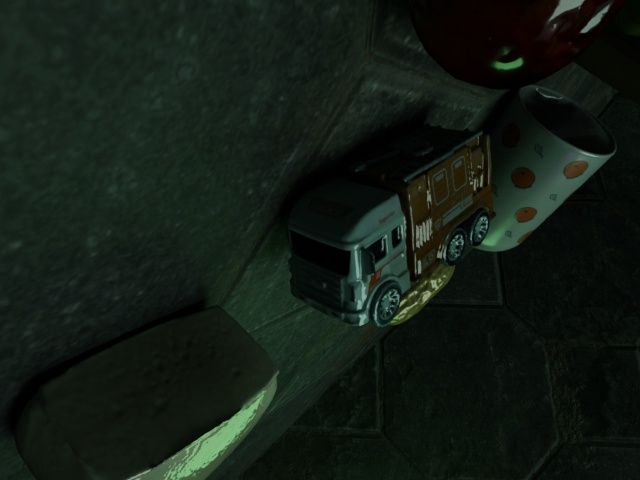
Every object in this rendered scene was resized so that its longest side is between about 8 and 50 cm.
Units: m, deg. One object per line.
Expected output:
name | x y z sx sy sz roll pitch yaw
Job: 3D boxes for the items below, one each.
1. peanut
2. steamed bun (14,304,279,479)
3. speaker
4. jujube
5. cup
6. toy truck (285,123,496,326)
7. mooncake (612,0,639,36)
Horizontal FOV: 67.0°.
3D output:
peanut | 0.255 0.094 1.290 0.325 0.140 0.153 -44 -179 -19
steamed bun | -0.172 0.192 0.513 0.242 0.146 0.164 -23 147 -51
speaker | 0.473 -0.319 0.705 0.153 0.231 0.193 -52 162 17
jujube | 0.164 -0.205 0.392 0.168 0.168 0.236 -54 164 25
cup | 0.409 -0.130 1.014 0.212 0.212 0.317 -30 157 -41
toy truck | 0.096 -0.036 0.610 0.305 0.136 0.162 -33 128 -35
mooncake | 0.389 -0.332 0.378 0.356 0.194 0.356 -33 -176 3
